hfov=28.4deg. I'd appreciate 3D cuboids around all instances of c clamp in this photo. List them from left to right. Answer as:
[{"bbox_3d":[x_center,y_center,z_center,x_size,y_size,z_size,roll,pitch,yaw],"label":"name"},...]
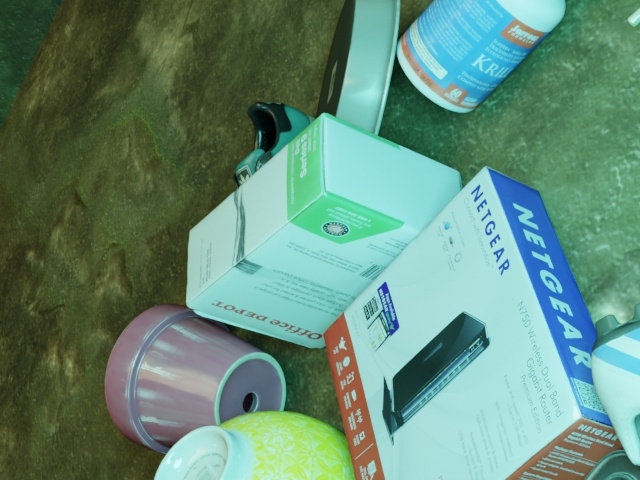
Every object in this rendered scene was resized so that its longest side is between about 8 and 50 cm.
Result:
[{"bbox_3d":[0.261,0.260,1.115,0.137,0.022,0.161,-55,37,9],"label":"c clamp"}]

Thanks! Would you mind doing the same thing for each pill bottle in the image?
[{"bbox_3d":[0.198,-0.259,1.434,0.221,0.124,0.124,-47,37,34],"label":"pill bottle"}]

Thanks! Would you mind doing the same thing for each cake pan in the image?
[{"bbox_3d":[0.039,-0.191,1.596,0.293,0.054,0.293,-168,90,-83],"label":"cake pan"}]

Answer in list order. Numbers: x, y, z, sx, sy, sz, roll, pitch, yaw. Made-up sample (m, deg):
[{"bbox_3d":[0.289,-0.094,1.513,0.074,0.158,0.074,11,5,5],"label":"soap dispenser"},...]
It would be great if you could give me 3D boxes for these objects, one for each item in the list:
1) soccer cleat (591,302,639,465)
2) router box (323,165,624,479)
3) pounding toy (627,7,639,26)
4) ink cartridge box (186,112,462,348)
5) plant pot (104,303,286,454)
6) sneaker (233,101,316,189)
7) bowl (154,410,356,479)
[{"bbox_3d":[0.359,0.090,1.004,0.331,0.116,0.143,-33,62,48],"label":"soccer cleat"},{"bbox_3d":[0.146,0.142,1.311,0.301,0.082,0.335,-48,36,31],"label":"router box"},{"bbox_3d":[0.378,-0.255,1.170,0.141,0.100,0.130,-11,63,55],"label":"pounding toy"},{"bbox_3d":[0.000,0.000,1.502,0.289,0.211,0.121,-37,44,42],"label":"ink cartridge box"},{"bbox_3d":[-0.152,0.193,1.663,0.180,0.201,0.201,8,78,43],"label":"plant pot"},{"bbox_3d":[-0.070,-0.051,1.733,0.108,0.121,0.302,-28,50,48],"label":"sneaker"},{"bbox_3d":[-0.100,0.301,1.443,0.289,0.156,0.289,-27,38,23],"label":"bowl"}]
